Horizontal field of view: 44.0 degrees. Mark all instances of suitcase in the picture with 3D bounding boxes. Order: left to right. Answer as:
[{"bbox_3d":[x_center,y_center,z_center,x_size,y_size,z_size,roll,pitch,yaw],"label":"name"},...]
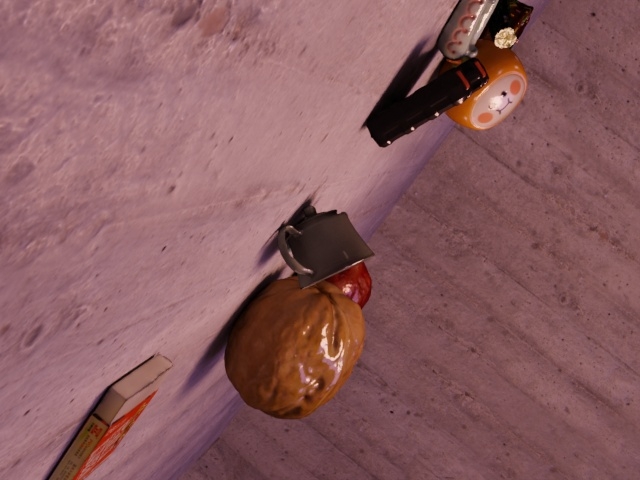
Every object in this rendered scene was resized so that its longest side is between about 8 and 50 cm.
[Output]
[{"bbox_3d":[0.220,-0.280,1.587,0.206,0.066,0.285,-29,-175,27],"label":"suitcase"}]

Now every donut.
[{"bbox_3d":[0.475,-0.542,2.122,0.235,0.089,0.235,-52,175,-7],"label":"donut"}]

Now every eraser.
[{"bbox_3d":[-0.333,0.293,1.250,0.230,0.038,0.157,-54,173,19],"label":"eraser"}]

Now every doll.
[{"bbox_3d":[0.357,-0.386,1.856,0.236,0.213,0.213,36,93,-40],"label":"doll"}]

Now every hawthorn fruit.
[{"bbox_3d":[0.044,0.138,2.205,0.266,0.210,0.230,46,64,-48],"label":"hawthorn fruit"}]

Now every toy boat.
[{"bbox_3d":[0.307,-0.439,1.565,0.134,0.079,0.207,-50,172,-42],"label":"toy boat"}]

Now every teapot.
[{"bbox_3d":[0.000,0.000,1.561,0.162,0.149,0.239,-26,176,38],"label":"teapot"}]

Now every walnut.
[{"bbox_3d":[-0.065,0.254,1.830,0.344,0.306,0.306,-57,172,22],"label":"walnut"}]

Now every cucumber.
[{"bbox_3d":[0.389,-0.483,1.711,0.058,0.058,0.187,122,-17,-44],"label":"cucumber"}]

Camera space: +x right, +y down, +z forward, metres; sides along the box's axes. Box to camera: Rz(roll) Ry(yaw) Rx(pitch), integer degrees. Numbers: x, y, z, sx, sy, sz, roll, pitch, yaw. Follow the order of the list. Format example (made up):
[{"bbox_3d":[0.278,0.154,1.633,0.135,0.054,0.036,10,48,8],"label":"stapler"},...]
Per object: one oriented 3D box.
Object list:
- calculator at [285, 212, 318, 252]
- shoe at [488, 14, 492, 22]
[{"bbox_3d":[-0.040,-0.017,1.686,0.095,0.021,0.153,-54,170,24],"label":"calculator"},{"bbox_3d":[0.339,-0.480,1.682,0.062,0.053,0.159,-46,175,-19],"label":"shoe"}]
